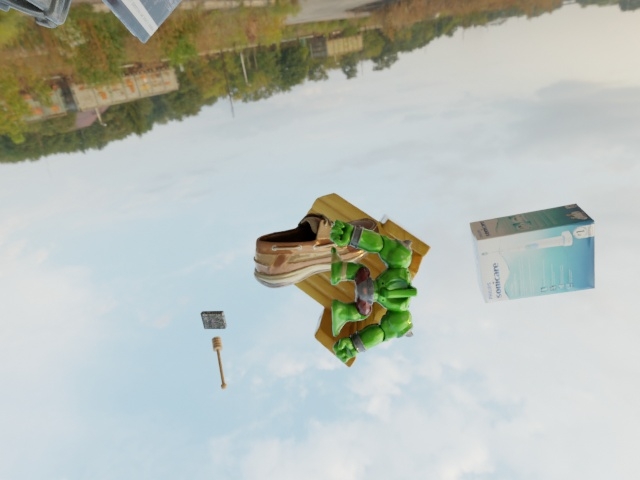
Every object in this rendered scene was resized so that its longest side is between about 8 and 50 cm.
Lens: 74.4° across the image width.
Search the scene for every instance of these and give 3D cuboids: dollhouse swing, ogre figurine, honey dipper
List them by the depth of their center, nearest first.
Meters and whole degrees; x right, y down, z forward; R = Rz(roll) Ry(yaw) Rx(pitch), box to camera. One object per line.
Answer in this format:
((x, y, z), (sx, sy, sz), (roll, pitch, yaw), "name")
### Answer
((0.073, 0.073, 0.602), (0.118, 0.197, 0.097), (-1, 163, 4), "ogre figurine")
((0.049, 0.061, 1.107), (0.305, 0.347, 0.315), (33, -170, 1), "dollhouse swing")
((-0.290, 0.352, 1.215), (0.030, 0.030, 0.160), (-14, -131, -10), "honey dipper")

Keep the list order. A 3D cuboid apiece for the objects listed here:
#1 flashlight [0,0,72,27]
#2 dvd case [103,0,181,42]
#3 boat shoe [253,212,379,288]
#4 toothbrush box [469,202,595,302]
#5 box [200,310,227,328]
((-0.224, -0.345, 0.344), (0.103, 0.304, 0.103), (17, -174, -9), "flashlight")
((-0.101, -0.274, 0.349), (0.221, 0.018, 0.164), (-49, -166, 2), "dvd case")
((0.000, 0.000, 0.942), (0.324, 0.116, 0.123), (-21, -152, -30), "boat shoe")
((0.597, 0.040, 1.204), (0.296, 0.216, 0.126), (-12, -156, 14), "toothbrush box")
((-0.382, 0.285, 1.507), (0.083, 0.067, 0.018), (-4, -159, 12), "box")
